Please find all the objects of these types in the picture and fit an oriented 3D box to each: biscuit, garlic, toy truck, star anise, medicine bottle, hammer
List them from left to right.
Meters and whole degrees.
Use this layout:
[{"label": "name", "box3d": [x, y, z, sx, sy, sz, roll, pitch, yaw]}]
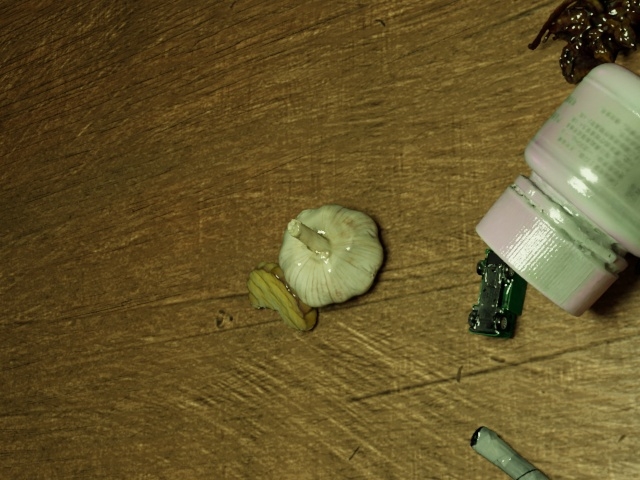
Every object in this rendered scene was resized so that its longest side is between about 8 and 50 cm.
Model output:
[{"label": "biscuit", "box3d": [-0.070, 0.096, 2.049, 0.183, 0.061, 0.118, 30, 135, 41]}, {"label": "garlic", "box3d": [0.000, 0.000, 1.916, 0.199, 0.226, 0.199, -9, 63, 18]}, {"label": "toy truck", "box3d": [0.291, 0.089, 1.763, 0.065, 0.079, 0.147, 4, 76, 38]}, {"label": "hammer", "box3d": [0.386, 0.400, 1.601, 0.427, 0.044, 0.152, 39, 100, 41]}, {"label": "medicine bottle", "box3d": [0.414, -0.071, 1.607, 0.325, 0.256, 0.256, -51, 50, 10]}, {"label": "star anise", "box3d": [0.464, -0.362, 1.767, 0.220, 0.126, 0.190, -48, 55, 10]}]

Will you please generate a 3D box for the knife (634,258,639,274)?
[{"label": "knife", "box3d": [0.566, 0.085, 1.589, 0.230, 0.028, 0.060, 23, 101, 38]}]
